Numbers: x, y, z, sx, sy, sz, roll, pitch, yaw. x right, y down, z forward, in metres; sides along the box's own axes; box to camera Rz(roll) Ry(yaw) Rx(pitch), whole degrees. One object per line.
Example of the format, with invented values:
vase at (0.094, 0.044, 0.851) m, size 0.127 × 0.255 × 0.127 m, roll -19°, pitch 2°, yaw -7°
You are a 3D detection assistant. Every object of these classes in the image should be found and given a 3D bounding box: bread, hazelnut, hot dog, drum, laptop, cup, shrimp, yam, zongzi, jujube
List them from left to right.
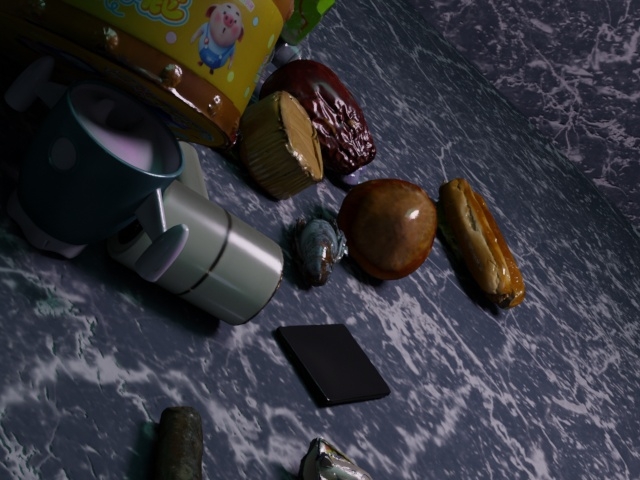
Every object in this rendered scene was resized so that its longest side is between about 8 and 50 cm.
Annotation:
cup at (-0.273, -0.074, 1.344) m, size 0.299 × 0.173 × 0.167 m, roll 50°, pitch 24°, yaw 14°
drum at (-0.256, -0.297, 1.436) m, size 0.431 × 0.214 × 0.431 m, roll 24°, pitch -6°, yaw 3°
yam at (-0.145, 0.269, 1.170) m, size 0.061 × 0.061 × 0.274 m, roll 36°, pitch 24°, yaw -25°
zongzi at (-0.153, -0.160, 1.876) m, size 0.073 × 0.067 × 0.083 m, roll 50°, pitch 39°, yaw -23°
bread at (-0.069, -0.157, 1.925) m, size 0.132 × 0.114 × 0.190 m, roll 42°, pitch 30°, yaw -36°
jujube at (-0.002, -0.217, 2.078) m, size 0.236 × 0.168 × 0.168 m, roll 49°, pitch 23°, yaw -1°
shrimp at (0.000, 0.000, 1.841) m, size 0.090 × 0.079 × 0.233 m, roll 5°, pitch 24°, yaw -1°
laptop at (0.019, 0.177, 1.663) m, size 0.135 × 0.016 × 0.197 m, roll 56°, pitch 23°, yaw 21°
hazelnut at (0.119, -0.027, 1.971) m, size 0.182 × 0.182 × 0.182 m, roll 38°, pitch 24°, yaw -21°
hot dog at (0.317, 0.002, 2.359) m, size 0.135 × 0.100 × 0.337 m, roll 36°, pitch 25°, yaw -45°

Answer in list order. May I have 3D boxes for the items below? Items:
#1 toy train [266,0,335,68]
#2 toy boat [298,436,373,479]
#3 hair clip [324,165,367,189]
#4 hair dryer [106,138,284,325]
toy train at (-0.120, -0.477, 2.174) m, size 0.307 × 0.249 × 0.173 m, roll 45°, pitch 25°, yaw -7°
toy boat at (0.054, 0.320, 1.425) m, size 0.210 × 0.066 × 0.084 m, roll 35°, pitch 27°, yaw -28°
hair clip at (0.024, -0.167, 2.193) m, size 0.195 × 0.052 × 0.124 m, roll 50°, pitch 33°, yaw 20°
hair dryer at (-0.182, -0.050, 1.564) m, size 0.203 × 0.128 × 0.362 m, roll 32°, pitch 19°, yaw -29°
